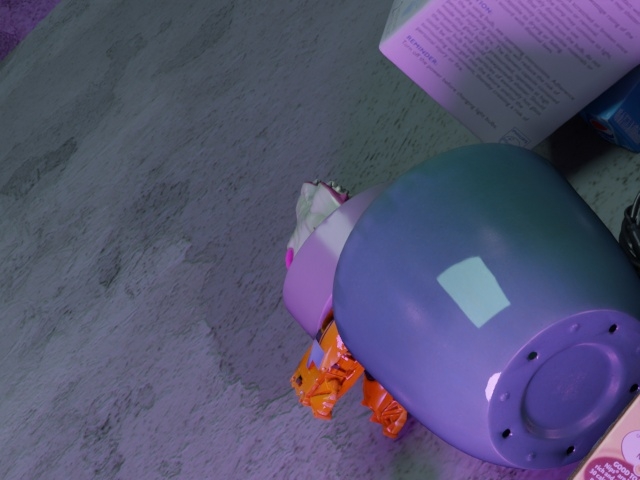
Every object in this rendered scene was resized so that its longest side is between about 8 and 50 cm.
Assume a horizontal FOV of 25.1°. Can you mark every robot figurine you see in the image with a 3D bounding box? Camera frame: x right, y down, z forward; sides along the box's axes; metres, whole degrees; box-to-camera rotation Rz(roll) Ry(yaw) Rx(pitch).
[{"bbox_3d":[0.104,0.081,1.591,0.291,0.211,0.085,-56,37,22],"label":"robot figurine"}]

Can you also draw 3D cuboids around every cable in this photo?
[{"bbox_3d":[0.368,-0.009,1.510,0.150,0.047,0.184,-62,16,6],"label":"cable"}]

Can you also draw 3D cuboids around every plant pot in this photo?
[{"bbox_3d":[0.189,0.085,1.421,0.293,0.293,0.235,-46,37,6],"label":"plant pot"}]

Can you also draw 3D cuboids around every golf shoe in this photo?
[{"bbox_3d":[0.000,0.000,1.839,0.140,0.115,0.306,-58,1,0],"label":"golf shoe"}]

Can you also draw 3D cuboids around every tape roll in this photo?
[{"bbox_3d":[0.064,0.035,1.684,0.219,0.219,0.072,-46,59,6],"label":"tape roll"}]

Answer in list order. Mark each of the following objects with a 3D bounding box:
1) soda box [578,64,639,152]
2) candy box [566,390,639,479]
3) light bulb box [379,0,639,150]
[{"bbox_3d":[0.394,-0.209,1.679,0.210,0.067,0.071,-51,31,-4],"label":"soda box"},{"bbox_3d":[0.234,0.257,1.259,0.316,0.087,0.183,-50,-13,-3],"label":"candy box"},{"bbox_3d":[0.292,-0.346,1.705,0.361,0.225,0.358,-40,19,33],"label":"light bulb box"}]
